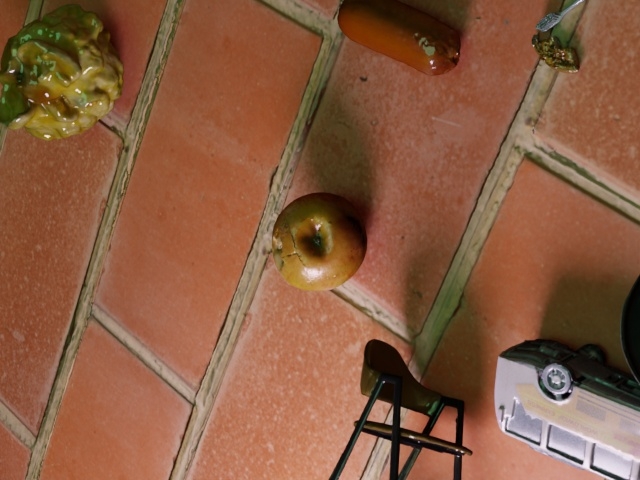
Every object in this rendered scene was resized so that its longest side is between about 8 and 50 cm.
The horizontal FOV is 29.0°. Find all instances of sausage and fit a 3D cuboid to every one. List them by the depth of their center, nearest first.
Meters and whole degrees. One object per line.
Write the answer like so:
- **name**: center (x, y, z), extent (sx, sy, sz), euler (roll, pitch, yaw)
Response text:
- **sausage**: center (0.109, -0.286, 1.693), extent (0.197, 0.076, 0.076), euler (31, 114, 32)

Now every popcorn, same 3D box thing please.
- **popcorn**: center (-0.438, -0.275, 2.058), extent (0.181, 0.216, 0.235), euler (52, 135, 18)

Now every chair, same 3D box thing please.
- **chair**: center (0.112, 0.269, 1.675), extent (0.172, 0.158, 0.247), euler (10, 79, 42)

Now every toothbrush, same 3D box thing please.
- **toothbrush**: center (0.350, -0.323, 1.522), extent (0.219, 0.019, 0.016), euler (-35, 68, 37)

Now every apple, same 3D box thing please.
- **apple**: center (0.000, 0.000, 1.773), extent (0.146, 0.146, 0.147), euler (6, 99, 39)

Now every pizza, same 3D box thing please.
- **pizza**: center (0.300, -0.239, 1.576), extent (0.083, 0.016, 0.037), euler (44, 115, 29)

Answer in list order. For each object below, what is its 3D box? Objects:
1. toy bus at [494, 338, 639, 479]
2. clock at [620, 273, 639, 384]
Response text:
- **toy bus**: center (0.378, 0.227, 1.521), extent (0.342, 0.097, 0.138), euler (19, 114, 35)
- **clock**: center (0.458, 0.103, 1.406), extent (0.226, 0.049, 0.226), euler (-8, 68, 21)
